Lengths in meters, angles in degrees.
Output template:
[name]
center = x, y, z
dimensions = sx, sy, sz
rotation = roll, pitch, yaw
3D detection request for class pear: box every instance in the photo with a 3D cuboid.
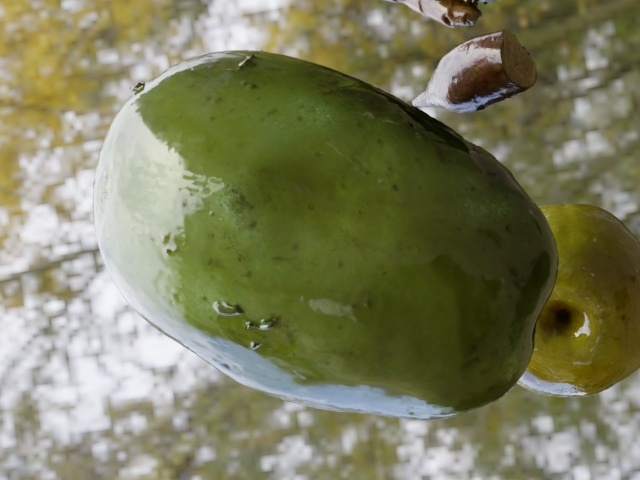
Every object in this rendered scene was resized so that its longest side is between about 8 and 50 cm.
[pear]
center = 0.187, 0.045, 1.465
dimensions = 0.162, 0.148, 0.149
rotation = -64, -37, -79

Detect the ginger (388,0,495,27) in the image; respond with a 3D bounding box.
[ginger]
center = 0.091, -0.209, 1.462
dimensions = 0.103, 0.162, 0.073
rotation = 58, -136, -47

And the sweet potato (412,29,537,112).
[sweet potato]
center = 0.098, -0.108, 1.288
dimensions = 0.049, 0.117, 0.049
rotation = 10, -108, -34

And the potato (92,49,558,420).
[potato]
center = 0.001, -0.002, 1.241
dimensions = 0.216, 0.304, 0.216
rotation = -164, 90, -87
